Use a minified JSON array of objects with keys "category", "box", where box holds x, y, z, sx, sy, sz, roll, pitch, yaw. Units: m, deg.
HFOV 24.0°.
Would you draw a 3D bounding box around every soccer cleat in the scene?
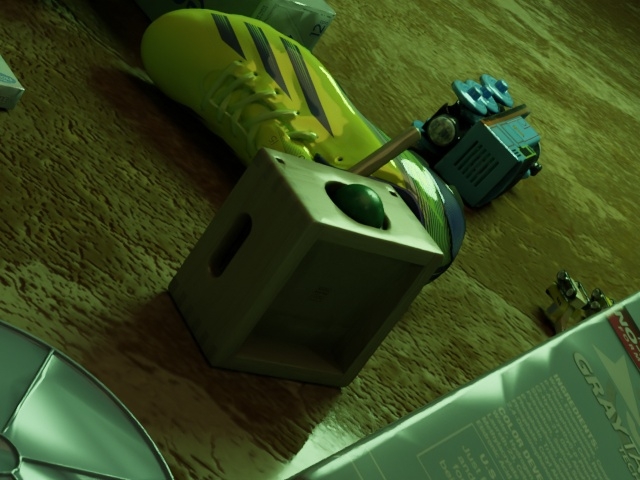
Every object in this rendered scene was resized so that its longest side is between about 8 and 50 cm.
[{"category":"soccer cleat","box":[-0.020,-0.071,1.089,0.289,0.093,0.121,38,29,8]}]

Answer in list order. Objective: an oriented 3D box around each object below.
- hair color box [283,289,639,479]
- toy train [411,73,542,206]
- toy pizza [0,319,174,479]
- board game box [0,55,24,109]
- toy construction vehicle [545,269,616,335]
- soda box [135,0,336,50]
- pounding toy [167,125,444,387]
[{"category":"hair color box","box":[0.037,0.133,0.607,0.114,0.185,0.374,61,27,7]},{"category":"toy train","box":[0.153,-0.094,1.405,0.105,0.080,0.184,49,22,8]},{"category":"toy pizza","box":[-0.147,0.100,0.644,0.201,0.032,0.201,31,23,-15]},{"category":"board game box","box":[-0.247,-0.124,0.962,0.090,0.020,0.090,9,33,-48]},{"category":"toy construction vehicle","box":[0.220,0.070,1.233,0.086,0.035,0.098,35,22,-32]},{"category":"soda box","box":[-0.115,-0.246,1.294,0.091,0.098,0.286,7,36,-49]},{"category":"pounding toy","box":[0.000,0.000,0.907,0.130,0.141,0.100,14,30,-42]}]
